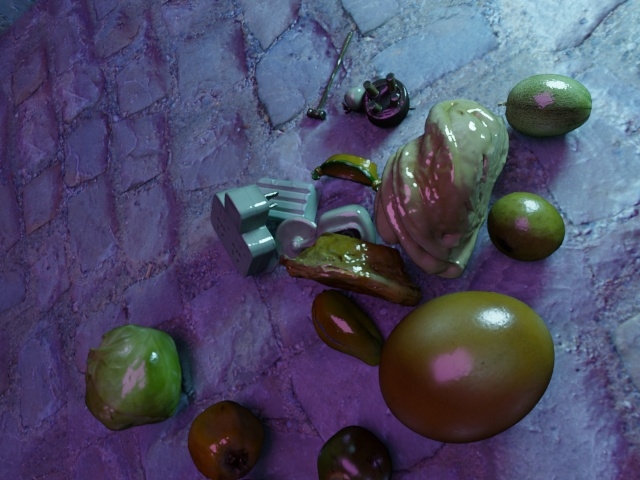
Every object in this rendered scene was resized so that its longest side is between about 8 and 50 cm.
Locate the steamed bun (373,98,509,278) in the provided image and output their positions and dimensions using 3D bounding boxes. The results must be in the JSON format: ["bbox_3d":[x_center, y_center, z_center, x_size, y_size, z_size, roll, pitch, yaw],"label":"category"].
[{"bbox_3d":[0.258,-0.119,0.978,0.231,0.325,0.371,19,111,29],"label":"steamed bun"}]

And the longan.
[{"bbox_3d":[0.449,-0.035,0.976,0.145,0.176,0.154,-16,108,55],"label":"longan"}]

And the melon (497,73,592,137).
[{"bbox_3d":[0.498,-0.301,1.005,0.193,0.139,0.139,12,84,27],"label":"melon"}]

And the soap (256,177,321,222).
[{"bbox_3d":[-0.106,-0.114,1.326,0.198,0.067,0.118,12,84,30],"label":"soap"}]

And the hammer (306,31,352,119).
[{"bbox_3d":[0.037,-0.505,1.368,0.058,0.029,0.291,21,87,28],"label":"hammer"}]

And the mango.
[{"bbox_3d":[0.066,0.225,1.133,0.233,0.111,0.125,48,114,16],"label":"mango"}]

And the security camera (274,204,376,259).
[{"bbox_3d":[0.000,0.000,1.209,0.302,0.080,0.157,-13,104,25],"label":"security camera"}]

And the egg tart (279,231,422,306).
[{"bbox_3d":[0.081,0.061,1.036,0.342,0.341,0.128,13,86,30],"label":"egg tart"}]

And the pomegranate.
[{"bbox_3d":[0.064,0.522,1.005,0.180,0.210,0.179,3,95,32],"label":"pomegranate"}]

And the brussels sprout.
[{"bbox_3d":[-0.553,0.414,1.347,0.328,0.247,0.327,-19,55,29],"label":"brussels sprout"}]

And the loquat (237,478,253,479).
[{"bbox_3d":[-0.193,0.709,1.090,0.235,0.235,0.234,-7,75,27],"label":"loquat"}]

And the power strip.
[{"bbox_3d":[-0.202,-0.054,1.273,0.229,0.141,0.261,55,149,17],"label":"power strip"}]

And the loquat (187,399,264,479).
[{"bbox_3d":[-0.247,0.528,1.179,0.187,0.176,0.234,-47,35,-17],"label":"loquat"}]

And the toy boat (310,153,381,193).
[{"bbox_3d":[0.083,-0.181,1.227,0.230,0.089,0.088,16,72,27],"label":"toy boat"}]

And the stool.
[{"bbox_3d":[0.150,-0.386,1.227,0.217,0.121,0.124,17,88,25],"label":"stool"}]

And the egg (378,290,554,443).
[{"bbox_3d":[0.286,0.248,0.906,0.351,0.283,0.282,-35,64,16],"label":"egg"}]
